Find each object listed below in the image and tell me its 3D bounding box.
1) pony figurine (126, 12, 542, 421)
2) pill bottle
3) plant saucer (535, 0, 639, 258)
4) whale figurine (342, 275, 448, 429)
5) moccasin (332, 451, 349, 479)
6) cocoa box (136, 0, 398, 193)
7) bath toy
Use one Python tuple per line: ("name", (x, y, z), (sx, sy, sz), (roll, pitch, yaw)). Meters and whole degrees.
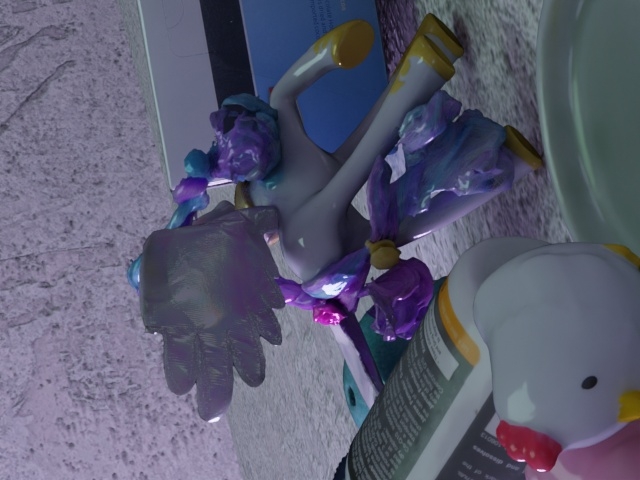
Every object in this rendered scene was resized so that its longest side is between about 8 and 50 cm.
("pony figurine", (0.000, 0.000, 1.337), (0.303, 0.363, 0.351), (35, -162, -37))
("pill bottle", (0.114, 0.146, 1.161), (0.278, 0.162, 0.162), (-63, 33, 33))
("plant saucer", (0.206, -0.071, 0.911), (0.400, 0.101, 0.400), (170, 90, -78))
("whale figurine", (0.106, 0.139, 1.431), (0.272, 0.141, 0.216), (-137, 38, -69))
("moccasin", (0.049, 0.360, 1.892), (0.117, 0.138, 0.342), (-109, 15, -52))
("cocoa box", (-0.064, -0.238, 1.613), (0.231, 0.228, 0.347), (-118, 18, -85))
("bath toy", (0.181, 0.152, 0.915), (0.348, 0.151, 0.129), (62, -143, -39))
